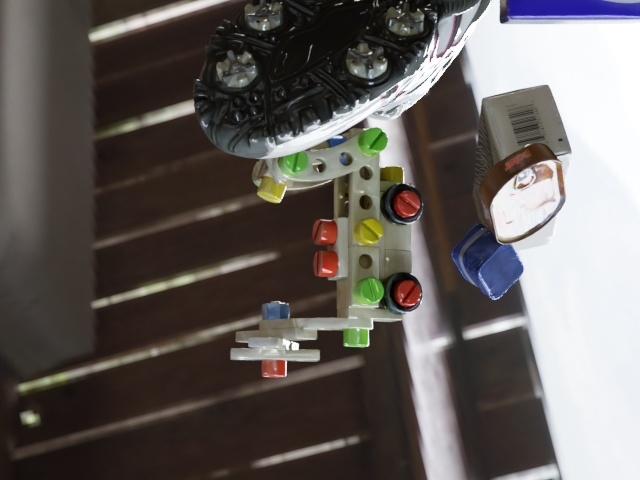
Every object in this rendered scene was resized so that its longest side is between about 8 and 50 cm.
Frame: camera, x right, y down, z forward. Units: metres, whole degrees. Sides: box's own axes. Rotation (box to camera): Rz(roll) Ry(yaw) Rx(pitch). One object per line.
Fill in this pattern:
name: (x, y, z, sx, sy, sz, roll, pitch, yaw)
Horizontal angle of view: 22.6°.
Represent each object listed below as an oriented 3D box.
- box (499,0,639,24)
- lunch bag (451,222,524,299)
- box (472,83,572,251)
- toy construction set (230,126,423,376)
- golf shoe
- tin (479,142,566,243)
box: (0.211, -0.246, 1.306, 0.072, 0.126, 0.137, -90, 180, -85)
lunch bag: (0.222, 0.027, 2.140, 0.065, 0.067, 0.098, 39, -11, 38)
box: (0.265, -0.089, 2.141, 0.275, 0.094, 0.113, 85, -8, -64)
toy construction set: (0.000, 0.000, 1.806, 0.151, 0.215, 0.327, -160, -105, -67)
golf shoe: (0.028, -0.107, 0.946, 0.273, 0.105, 0.120, -43, 151, -38)
tin: (0.250, -0.057, 1.991, 0.040, 0.106, 0.189, 53, -6, 25)
